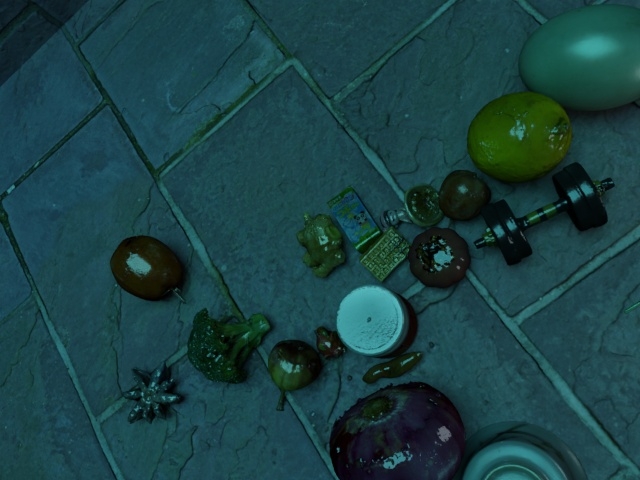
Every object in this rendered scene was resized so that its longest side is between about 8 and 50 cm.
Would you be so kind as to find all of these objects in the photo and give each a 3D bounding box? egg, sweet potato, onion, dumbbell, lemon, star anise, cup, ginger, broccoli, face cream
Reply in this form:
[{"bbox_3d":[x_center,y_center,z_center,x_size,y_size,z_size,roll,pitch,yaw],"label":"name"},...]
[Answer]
[{"bbox_3d":[0.736,-0.488,1.602,0.389,0.276,0.275,1,78,25],"label":"egg"},{"bbox_3d":[0.209,0.371,1.727,0.202,0.055,0.058,-27,84,15],"label":"sweet potato"},{"bbox_3d":[0.217,0.539,1.538,0.345,0.358,0.358,43,96,1],"label":"onion"},{"bbox_3d":[0.599,-0.069,1.611,0.389,0.185,0.185,-27,69,15],"label":"dumbbell"},{"bbox_3d":[0.546,-0.279,1.630,0.310,0.254,0.253,6,78,59],"label":"lemon"},{"bbox_3d":[-0.555,0.509,1.977,0.237,0.093,0.228,10,82,25],"label":"star anise"},{"bbox_3d":[0.495,0.638,1.496,0.348,0.163,0.346,-5,75,20],"label":"cup"},{"bbox_3d":[0.000,0.000,1.875,0.157,0.102,0.216,-39,69,38],"label":"ginger"},{"bbox_3d":[-0.289,0.310,1.862,0.269,0.269,0.254,-36,72,10],"label":"broccoli"},{"bbox_3d":[0.164,0.235,1.706,0.201,0.187,0.200,-5,76,20],"label":"face cream"}]

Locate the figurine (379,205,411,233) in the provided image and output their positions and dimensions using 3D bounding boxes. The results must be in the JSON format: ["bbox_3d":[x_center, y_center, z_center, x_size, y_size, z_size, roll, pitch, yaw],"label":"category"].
[{"bbox_3d":[0.243,-0.070,1.825,0.129,0.054,0.072,-21,86,8],"label":"figurine"}]

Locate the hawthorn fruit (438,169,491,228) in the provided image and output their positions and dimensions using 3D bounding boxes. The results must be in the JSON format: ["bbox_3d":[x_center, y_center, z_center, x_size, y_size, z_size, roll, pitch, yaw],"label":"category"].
[{"bbox_3d":[0.407,-0.115,1.717,0.149,0.149,0.188,22,84,24],"label":"hawthorn fruit"}]

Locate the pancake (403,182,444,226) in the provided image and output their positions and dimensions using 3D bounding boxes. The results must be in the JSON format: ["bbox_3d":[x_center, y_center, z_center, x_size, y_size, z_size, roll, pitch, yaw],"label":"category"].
[{"bbox_3d":[0.314,-0.108,1.788,0.140,0.022,0.139,3,74,-10],"label":"pancake"}]

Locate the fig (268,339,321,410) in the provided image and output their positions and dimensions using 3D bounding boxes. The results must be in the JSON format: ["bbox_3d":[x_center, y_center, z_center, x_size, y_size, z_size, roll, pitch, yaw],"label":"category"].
[{"bbox_3d":[-0.099,0.411,1.791,0.160,0.143,0.230,27,87,7],"label":"fig"}]

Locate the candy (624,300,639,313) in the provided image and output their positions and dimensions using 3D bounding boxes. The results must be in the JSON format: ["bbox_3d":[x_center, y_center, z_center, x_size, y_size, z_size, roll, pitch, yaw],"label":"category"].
[{"bbox_3d":[0.904,0.104,1.515,0.288,0.084,0.078,-38,71,17],"label":"candy"}]

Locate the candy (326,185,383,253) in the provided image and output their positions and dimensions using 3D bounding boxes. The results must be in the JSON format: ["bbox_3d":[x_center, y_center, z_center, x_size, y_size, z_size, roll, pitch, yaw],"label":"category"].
[{"bbox_3d":[0.110,-0.064,1.868,0.097,0.062,0.194,-36,66,11],"label":"candy"}]

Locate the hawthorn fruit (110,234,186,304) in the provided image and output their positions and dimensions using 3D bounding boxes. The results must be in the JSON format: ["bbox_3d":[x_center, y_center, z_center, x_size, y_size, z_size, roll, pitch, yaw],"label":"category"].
[{"bbox_3d":[-0.566,0.115,2.025,0.299,0.211,0.211,38,93,12],"label":"hawthorn fruit"}]

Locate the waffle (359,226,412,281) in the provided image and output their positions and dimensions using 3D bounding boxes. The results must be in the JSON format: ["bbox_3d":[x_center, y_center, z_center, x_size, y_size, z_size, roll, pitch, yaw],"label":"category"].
[{"bbox_3d":[0.199,0.042,1.798,0.102,0.042,0.148,45,98,-1],"label":"waffle"}]

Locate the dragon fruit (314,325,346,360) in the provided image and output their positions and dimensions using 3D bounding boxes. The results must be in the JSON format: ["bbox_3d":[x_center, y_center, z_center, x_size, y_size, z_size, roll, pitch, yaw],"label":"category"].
[{"bbox_3d":[0.024,0.305,1.801,0.081,0.086,0.116,-46,69,12],"label":"dragon fruit"}]

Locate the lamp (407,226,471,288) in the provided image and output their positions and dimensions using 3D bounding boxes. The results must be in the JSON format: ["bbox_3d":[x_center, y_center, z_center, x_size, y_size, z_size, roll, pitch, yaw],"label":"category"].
[{"bbox_3d":[0.338,0.048,1.709,0.182,0.140,0.181,-4,80,23],"label":"lamp"}]
